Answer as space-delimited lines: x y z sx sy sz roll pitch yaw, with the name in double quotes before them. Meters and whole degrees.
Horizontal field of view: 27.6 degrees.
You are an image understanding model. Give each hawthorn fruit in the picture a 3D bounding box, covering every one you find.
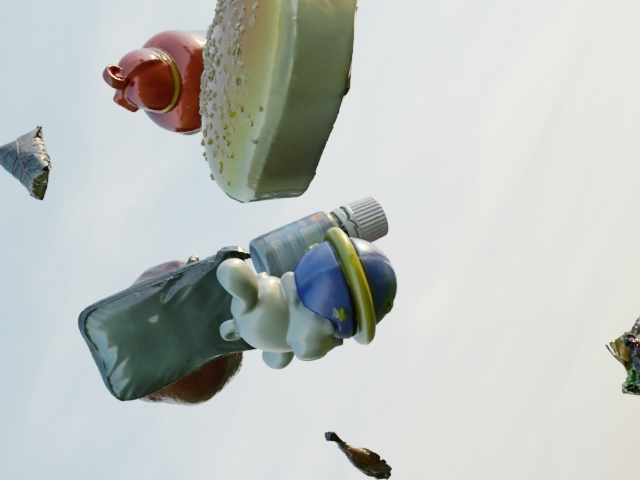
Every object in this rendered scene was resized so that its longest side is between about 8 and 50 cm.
"hawthorn fruit" -0.273 0.166 2.489 0.265 0.265 0.307 -39 -30 -51

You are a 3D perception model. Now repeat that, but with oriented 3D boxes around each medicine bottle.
"medicine bottle" 0.000 0.000 1.921 0.203 0.083 0.083 -21 -38 -16

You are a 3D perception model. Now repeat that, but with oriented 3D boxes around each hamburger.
"hamburger" -0.056 -0.175 1.414 0.295 0.151 0.227 116 161 -43
"hamburger" 0.481 0.159 1.741 0.189 0.164 0.093 -36 -12 -33

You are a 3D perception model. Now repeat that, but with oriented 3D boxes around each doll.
"doll" -0.009 0.112 1.833 0.242 0.160 0.311 -28 -24 -19
"doll" -0.207 -0.256 2.097 0.363 0.183 0.160 -7 -37 -50

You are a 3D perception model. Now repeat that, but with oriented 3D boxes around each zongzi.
"zongzi" -0.331 -0.101 1.489 0.073 0.083 0.067 -51 -10 -28

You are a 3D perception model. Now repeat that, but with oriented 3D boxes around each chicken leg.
"chicken leg" 0.058 0.306 1.847 0.037 0.062 0.145 -52 -39 -1

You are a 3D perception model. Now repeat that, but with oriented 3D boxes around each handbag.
"handbag" -0.247 0.147 2.291 0.075 0.332 0.192 -130 17 -78
